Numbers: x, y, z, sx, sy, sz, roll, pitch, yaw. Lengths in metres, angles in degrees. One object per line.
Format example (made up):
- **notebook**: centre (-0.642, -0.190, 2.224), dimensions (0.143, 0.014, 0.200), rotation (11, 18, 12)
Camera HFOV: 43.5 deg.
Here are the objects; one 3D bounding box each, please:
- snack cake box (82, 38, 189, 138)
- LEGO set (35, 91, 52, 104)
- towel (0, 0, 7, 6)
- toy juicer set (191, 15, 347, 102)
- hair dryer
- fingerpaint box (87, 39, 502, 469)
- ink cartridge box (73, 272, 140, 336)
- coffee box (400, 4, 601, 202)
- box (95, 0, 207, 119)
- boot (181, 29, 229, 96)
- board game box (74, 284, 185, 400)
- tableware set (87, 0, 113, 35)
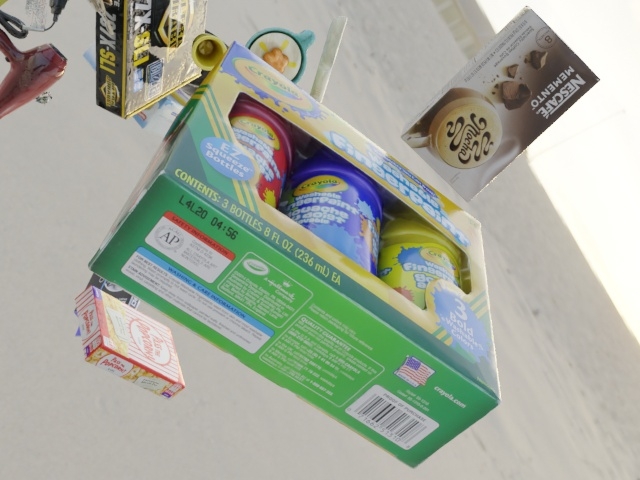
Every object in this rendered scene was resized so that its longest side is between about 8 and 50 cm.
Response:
- **snack cake box**: centre (-0.389, -0.338, 1.773), dimensions (0.264, 0.089, 0.152), rotation (48, 13, 23)
- **LEGO set**: centre (-0.780, -0.398, 2.256), dimensions (0.083, 0.054, 0.023), rotation (-71, 169, -64)
- **towel**: centre (-0.469, -0.352, 1.082), dimensions (0.102, 0.237, 0.021), rotation (59, 37, -16)
- **toy juicer set**: centre (-0.091, -0.330, 1.626), dimensions (0.089, 0.329, 0.209), rotation (-122, -155, -59)
- **hair dryer**: centre (-0.625, -0.387, 1.613), dimensions (0.080, 0.224, 0.293), rotation (-142, -121, -74)
- **fingerpaint box**: centre (0.000, 0.000, 0.989), dimensions (0.445, 0.163, 0.371), rotation (35, 30, -15)
- **ink cartridge box**: centre (-0.571, 0.162, 2.173), dimensions (0.045, 0.206, 0.208), rotation (47, 49, -43)
- **coffee box**: centre (0.302, -0.234, 1.373), dimensions (0.168, 0.297, 0.119), rotation (44, 19, -6)
- **box**: centre (-0.315, -0.424, 1.523), dimensions (0.079, 0.322, 0.257), rotation (27, 40, 17)
- **boot**: centre (-0.302, -0.433, 2.049), dimensions (0.377, 0.138, 0.284), rotation (20, -3, 27)
- **board game box**: centre (-0.327, 0.177, 1.378), dimensions (0.193, 0.045, 0.146), rotation (39, 17, -43)
- **tableware set**: centre (-0.287, -0.339, 0.991), dimensions (0.128, 0.039, 0.194), rotation (55, -9, -4)
